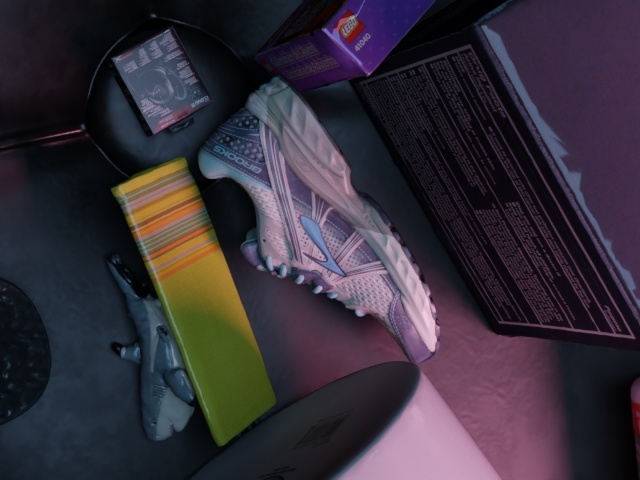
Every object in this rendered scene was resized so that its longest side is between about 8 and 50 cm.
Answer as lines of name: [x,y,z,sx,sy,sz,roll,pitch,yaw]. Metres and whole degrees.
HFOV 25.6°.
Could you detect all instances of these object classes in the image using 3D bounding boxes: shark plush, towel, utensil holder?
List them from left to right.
shark plush: [-0.149,0.091,1.206,0.067,0.073,0.161,-22,104,15]
towel: [-0.107,0.050,1.204,0.102,0.021,0.237,-31,102,-58]
utensil holder: [0.057,0.339,1.129,0.328,0.327,0.385,-37,98,-14]

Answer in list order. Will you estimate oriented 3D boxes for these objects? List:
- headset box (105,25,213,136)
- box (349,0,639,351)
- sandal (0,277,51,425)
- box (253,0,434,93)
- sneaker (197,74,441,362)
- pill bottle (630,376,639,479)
headset box: [-0.137,-0.133,1.218,0.062,0.032,0.083,-31,100,-14]
box: [0.208,-0.076,1.189,0.183,0.294,0.296,-33,100,-14]
sandal: [-0.427,0.137,1.084,0.446,0.107,0.167,-10,86,-34]
box: [0.080,-0.252,1.198,0.057,0.201,0.293,43,78,-13]
sneaker: [0.000,0.000,1.240,0.122,0.110,0.283,-35,97,4]
pill bottle: [0.382,0.263,1.311,0.161,0.161,0.283,-6,92,-17]
